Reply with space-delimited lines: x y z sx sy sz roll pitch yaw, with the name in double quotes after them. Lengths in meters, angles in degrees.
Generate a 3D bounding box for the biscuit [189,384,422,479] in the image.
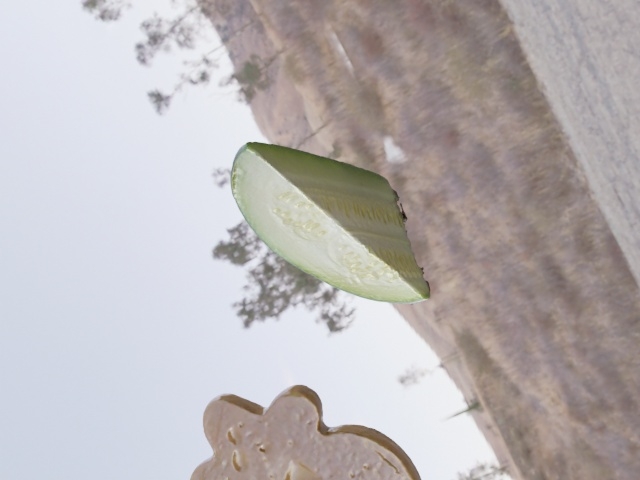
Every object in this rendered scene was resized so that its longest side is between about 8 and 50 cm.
-0.021 0.350 1.061 0.052 0.354 0.275 -8 -72 -73 "biscuit"

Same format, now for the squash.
0.000 0.000 0.950 0.288 0.111 0.203 4 -117 -50 "squash"
